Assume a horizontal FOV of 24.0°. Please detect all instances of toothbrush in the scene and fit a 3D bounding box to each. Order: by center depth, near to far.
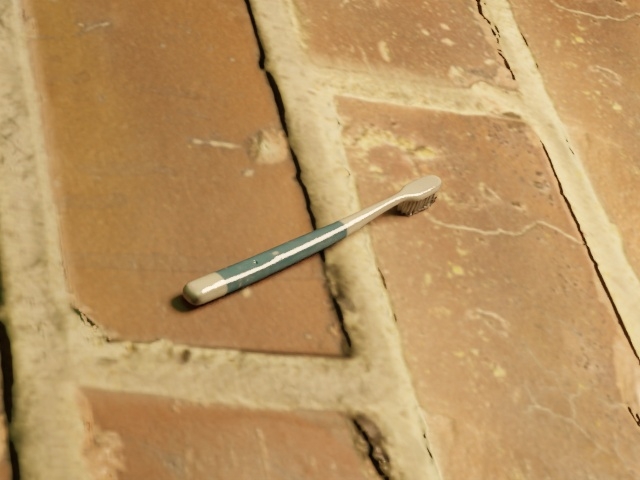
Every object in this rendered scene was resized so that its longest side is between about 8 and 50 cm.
[{"bbox_3d":[0.000,0.000,1.129,0.019,0.025,0.276,41,43,25],"label":"toothbrush"}]
